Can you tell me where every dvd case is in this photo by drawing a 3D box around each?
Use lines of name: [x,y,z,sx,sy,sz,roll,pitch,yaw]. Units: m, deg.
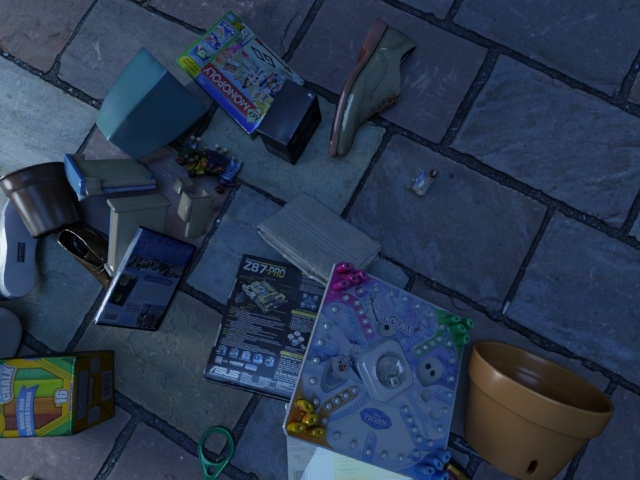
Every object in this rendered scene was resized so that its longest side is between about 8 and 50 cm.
dvd case: [-0.433,0.104,1.129,0.022,0.180,0.253,23,87,33]

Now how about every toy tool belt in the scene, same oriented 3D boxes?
toy tool belt: [0.268,-0.161,1.182,0.051,0.052,0.083,34,85,0]

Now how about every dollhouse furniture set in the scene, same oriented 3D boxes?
dollhouse furniture set: [-0.498,-0.094,1.208,0.303,0.286,0.198,42,127,32]

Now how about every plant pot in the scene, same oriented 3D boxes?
plant pot: [0.449,0.380,0.990,0.290,0.291,0.204,18,100,7]
plant pot: [-0.462,-0.344,1.191,0.234,0.165,0.165,-46,57,2]
plant pot: [-0.729,-0.102,1.190,0.166,0.167,0.165,-22,96,1]

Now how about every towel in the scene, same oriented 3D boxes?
towel: [0.000,0.000,1.131,0.282,0.049,0.187,37,55,18]

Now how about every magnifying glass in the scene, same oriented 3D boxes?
magnifying glass: [-0.275,0.587,1.128,0.092,0.026,0.231,10,81,5]

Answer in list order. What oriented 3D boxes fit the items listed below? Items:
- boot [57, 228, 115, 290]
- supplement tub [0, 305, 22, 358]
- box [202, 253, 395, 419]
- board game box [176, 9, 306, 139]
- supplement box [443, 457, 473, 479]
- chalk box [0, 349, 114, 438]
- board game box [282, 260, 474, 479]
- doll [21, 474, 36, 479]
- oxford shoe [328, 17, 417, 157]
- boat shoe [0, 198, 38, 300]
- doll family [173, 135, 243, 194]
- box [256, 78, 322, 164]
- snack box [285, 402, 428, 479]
boot: [-0.561,0.074,1.178,0.305,0.115,0.112,36,84,7]
supplement tub: [-0.966,0.229,1.127,0.316,0.228,0.229,20,84,7]
box: [-0.043,0.227,1.082,0.394,0.097,0.319,12,69,3]
board game box: [-0.223,-0.468,1.266,0.213,0.046,0.317,-44,81,-4]
supplement box: [0.265,0.602,1.043,0.080,0.104,0.188,38,87,8]
chalk box: [-0.692,0.374,1.110,0.288,0.179,0.181,-5,81,3]
board game box: [0.155,0.288,0.997,0.389,0.050,0.390,25,66,-15]
doll: [-0.702,0.679,1.133,0.129,0.046,0.189,-40,74,7]
oxford shoe: [0.136,-0.388,1.184,0.146,0.140,0.397,23,86,0]
boat shoe: [-0.829,0.014,1.215,0.102,0.108,0.302,-14,74,25]
doll family: [-0.303,-0.200,1.216,0.192,0.076,0.111,19,64,12]
box: [-0.077,-0.305,1.174,0.093,0.158,0.156,29,84,8]
snack box: [0.081,0.472,1.069,0.321,0.060,0.187,-7,66,7]
